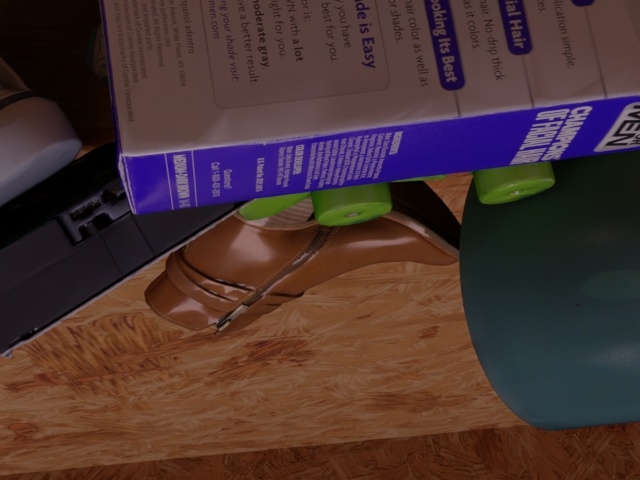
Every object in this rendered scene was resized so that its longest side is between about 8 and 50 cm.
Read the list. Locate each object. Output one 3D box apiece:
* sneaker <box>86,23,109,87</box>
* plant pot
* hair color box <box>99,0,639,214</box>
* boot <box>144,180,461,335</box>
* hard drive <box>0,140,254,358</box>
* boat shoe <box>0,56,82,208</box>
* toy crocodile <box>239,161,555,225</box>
[{"bbox_3d":[-0.062,-0.131,0.950,0.086,0.085,0.237,21,-167,41],"label":"sneaker"},{"bbox_3d":[0.303,0.022,1.166,0.235,0.293,0.293,-7,168,41],"label":"plant pot"},{"bbox_3d":[0.041,-0.135,0.787,0.338,0.185,0.110,-8,163,-5],"label":"hair color box"},{"bbox_3d":[-0.008,0.021,1.255,0.283,0.109,0.220,15,126,-43],"label":"boot"},{"bbox_3d":[-0.193,-0.001,0.947,0.237,0.064,0.339,-34,-168,-23],"label":"hard drive"},{"bbox_3d":[-0.255,-0.082,0.842,0.136,0.156,0.367,-35,-170,-14],"label":"boat shoe"},{"bbox_3d":[0.086,-0.086,1.068,0.340,0.115,0.105,-9,169,-2],"label":"toy crocodile"}]
